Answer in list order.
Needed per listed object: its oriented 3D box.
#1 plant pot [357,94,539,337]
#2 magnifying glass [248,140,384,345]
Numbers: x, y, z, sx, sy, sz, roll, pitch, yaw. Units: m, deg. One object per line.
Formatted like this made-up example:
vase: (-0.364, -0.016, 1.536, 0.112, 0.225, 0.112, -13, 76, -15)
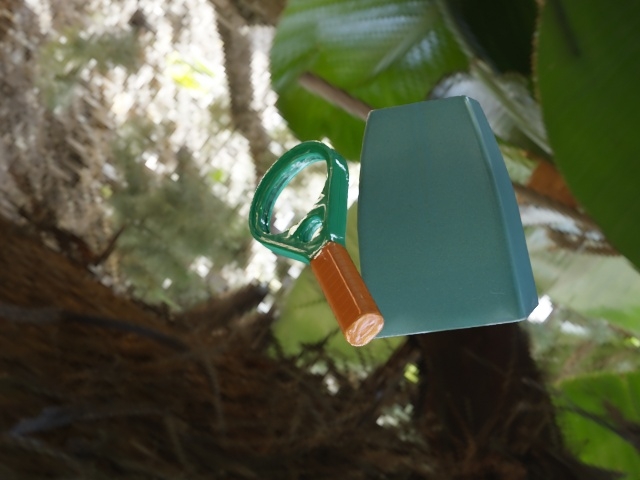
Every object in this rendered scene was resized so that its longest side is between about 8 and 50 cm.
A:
plant pot: (0.128, -0.029, 1.360, 0.165, 0.234, 0.165, -7, -179, 15)
magnifying glass: (0.000, 0.000, 0.938, 0.092, 0.026, 0.231, -46, -149, 13)
